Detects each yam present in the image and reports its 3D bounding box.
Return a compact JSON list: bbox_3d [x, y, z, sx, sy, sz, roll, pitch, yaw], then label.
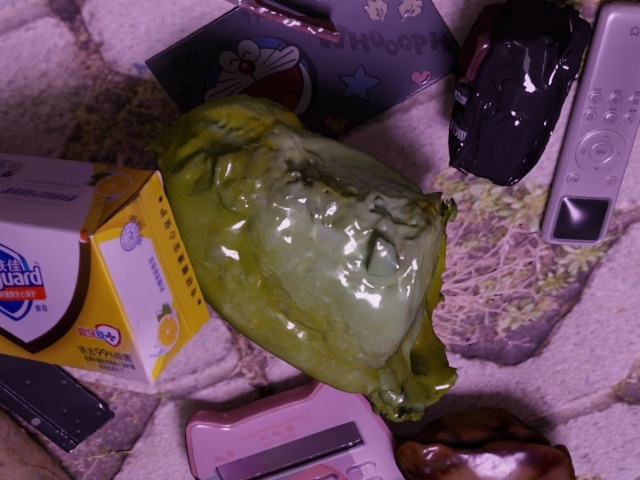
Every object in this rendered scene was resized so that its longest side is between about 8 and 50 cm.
[{"bbox_3d":[-0.316,0.220,1.556,0.083,0.083,0.371,-26,129,10],"label":"yam"}]

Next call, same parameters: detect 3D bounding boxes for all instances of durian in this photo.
[{"bbox_3d":[0.000,0.000,1.380,0.340,0.204,0.256,29,149,0],"label":"durian"}]

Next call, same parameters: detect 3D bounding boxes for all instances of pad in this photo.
[{"bbox_3d":[-0.011,-0.160,1.399,0.245,0.006,0.170,-28,123,11],"label":"pad"}]

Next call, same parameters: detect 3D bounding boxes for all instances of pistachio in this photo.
[{"bbox_3d":[0.173,0.234,1.622,0.210,0.130,0.165,16,139,-23],"label":"pistachio"}]

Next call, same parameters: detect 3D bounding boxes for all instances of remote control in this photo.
[{"bbox_3d":[0.266,-0.102,1.464,0.067,0.029,0.261,3,124,-11],"label":"remote control"}]

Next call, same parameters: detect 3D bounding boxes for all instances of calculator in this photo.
[{"bbox_3d":[-0.012,0.267,1.669,0.220,0.048,0.329,-20,127,3],"label":"calculator"}]

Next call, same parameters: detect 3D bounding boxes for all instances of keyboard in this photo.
[{"bbox_3d":[-0.305,0.126,1.540,0.072,0.023,0.231,-39,120,12],"label":"keyboard"}]

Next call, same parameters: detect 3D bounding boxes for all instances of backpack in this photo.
[{"bbox_3d":[0.164,-0.132,1.381,0.106,0.120,0.165,24,119,0],"label":"backpack"}]

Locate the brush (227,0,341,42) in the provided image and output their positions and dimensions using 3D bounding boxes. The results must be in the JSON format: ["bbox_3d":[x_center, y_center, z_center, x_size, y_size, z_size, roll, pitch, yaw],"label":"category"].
[{"bbox_3d":[-0.114,-0.223,1.300,0.301,0.084,0.071,20,118,-27],"label":"brush"}]

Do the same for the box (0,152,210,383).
[{"bbox_3d":[-0.245,0.017,1.349,0.265,0.097,0.168,9,132,30],"label":"box"}]
